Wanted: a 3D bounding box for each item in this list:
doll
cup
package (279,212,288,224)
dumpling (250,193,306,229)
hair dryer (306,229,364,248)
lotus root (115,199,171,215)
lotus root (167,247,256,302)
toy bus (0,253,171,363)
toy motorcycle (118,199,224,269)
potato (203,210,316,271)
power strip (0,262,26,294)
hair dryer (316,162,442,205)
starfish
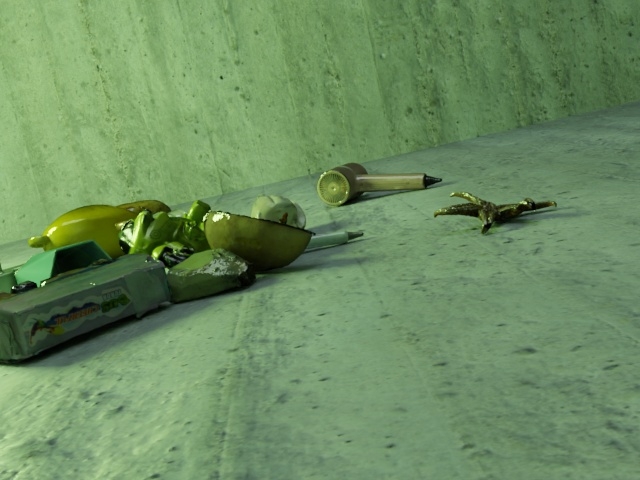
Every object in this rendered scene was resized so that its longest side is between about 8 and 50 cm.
[{"bbox_3d":[-0.558,-0.015,2.215,0.423,0.161,0.348,-14,-4,-18],"label":"doll"},{"bbox_3d":[-0.516,0.081,1.628,0.148,0.134,0.236,-16,5,-40],"label":"cup"},{"bbox_3d":[-0.107,0.000,1.654,0.120,0.031,0.108,-51,3,10],"label":"package"},{"bbox_3d":[-0.101,-0.055,1.943,0.136,0.118,0.199,0,35,-10],"label":"dumpling"},{"bbox_3d":[0.001,0.002,1.663,0.183,0.044,0.155,-8,12,12],"label":"hair dryer"},{"bbox_3d":[-0.572,-0.052,2.511,0.260,0.128,0.145,-13,-7,-38],"label":"lotus root"},{"bbox_3d":[-0.190,0.054,1.487,0.144,0.070,0.143,-9,10,19],"label":"lotus root"},{"bbox_3d":[-0.397,0.104,1.368,0.138,0.112,0.317,2,17,43],"label":"toy bus"},{"bbox_3d":[-0.310,0.003,1.777,0.206,0.142,0.342,27,14,4],"label":"toy motorcycle"},{"bbox_3d":[-0.148,0.007,1.550,0.261,0.100,0.120,9,-6,42],"label":"potato"},{"bbox_3d":[-0.711,0.091,1.798,0.230,0.141,0.261,-17,7,-18],"label":"power strip"},{"bbox_3d":[0.180,-0.163,2.333,0.344,0.106,0.189,1,12,22],"label":"hair dryer"},{"bbox_3d":[0.321,-0.059,1.544,0.213,0.057,0.238,-7,11,-16],"label":"starfish"}]
